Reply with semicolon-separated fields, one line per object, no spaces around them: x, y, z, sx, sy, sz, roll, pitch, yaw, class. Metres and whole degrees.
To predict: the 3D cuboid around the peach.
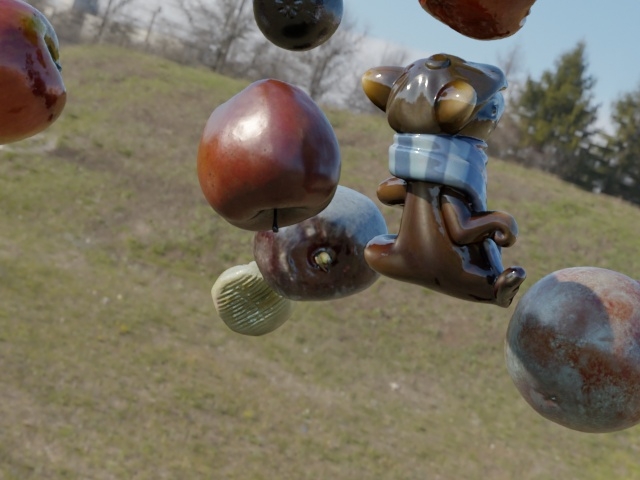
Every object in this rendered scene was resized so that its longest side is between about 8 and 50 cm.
-0.553;-0.272;1.616;0.281;0.281;0.238;16;42;-32;peach

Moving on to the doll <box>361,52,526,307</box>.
0.181;-0.088;1.382;0.209;0.339;0.318;-10;13;-29;doll

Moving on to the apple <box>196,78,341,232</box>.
-0.079;-0.121;1.515;0.234;0.234;0.234;19;4;-1;apple

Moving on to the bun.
-0.147;0.124;2.340;0.178;0.193;0.128;55;18;-13;bun

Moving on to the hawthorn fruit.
0.213;-0.358;1.342;0.179;0.173;0.173;12;2;17;hawthorn fruit

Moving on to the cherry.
0.000;0.000;1.892;0.255;0.218;0.296;-17;26;2;cherry

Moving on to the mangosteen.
-0.036;-0.383;1.635;0.153;0.152;0.152;19;4;-1;mangosteen

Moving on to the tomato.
0.499;0.201;1.866;0.317;0.316;0.282;22;49;38;tomato
